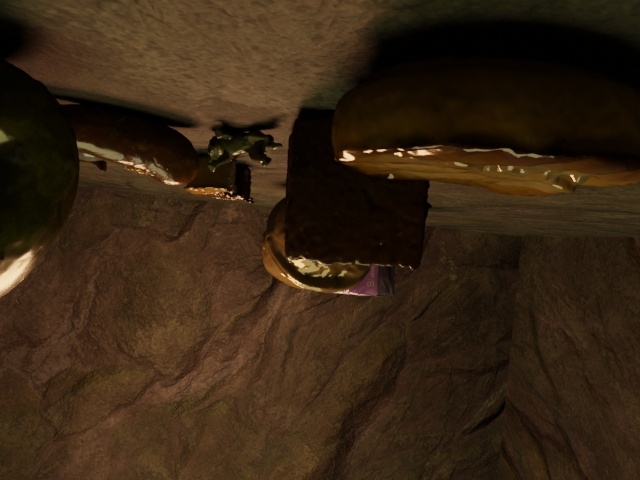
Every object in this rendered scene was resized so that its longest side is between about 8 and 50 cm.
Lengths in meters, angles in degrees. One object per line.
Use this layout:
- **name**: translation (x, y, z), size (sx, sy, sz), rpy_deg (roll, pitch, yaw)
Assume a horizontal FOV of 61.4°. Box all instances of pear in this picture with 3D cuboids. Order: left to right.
- **pear**: translation (-0.457, -0.059, 0.561), size (0.412, 0.353, 0.352), rpy_deg (-5, 174, 29)

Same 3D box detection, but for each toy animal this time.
- **toy animal**: translation (-0.130, -0.149, 0.854), size (0.086, 0.069, 0.219), rpy_deg (-20, -159, -35)

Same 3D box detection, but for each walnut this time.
- **walnut**: translation (0.000, 0.000, 1.688), size (0.380, 0.382, 0.381), rpy_deg (6, 180, 0)

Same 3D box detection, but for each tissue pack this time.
- **tissue pack**: translation (0.139, 0.026, 1.941), size (0.242, 0.339, 0.160), rpy_deg (0, 178, 32)

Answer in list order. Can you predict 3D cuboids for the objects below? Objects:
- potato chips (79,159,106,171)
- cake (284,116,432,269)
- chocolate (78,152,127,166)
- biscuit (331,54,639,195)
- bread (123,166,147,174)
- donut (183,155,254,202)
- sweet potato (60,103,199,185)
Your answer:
- **potato chips**: translation (-0.638, -0.211, 1.449), size (0.203, 0.037, 0.026), rpy_deg (12, 173, 31)
- **cake**: translation (0.044, -0.070, 0.828), size (0.196, 0.199, 0.293), rpy_deg (1, -176, -2)
- **chocolate**: translation (-0.364, -0.167, 0.942), size (0.166, 0.072, 0.072), rpy_deg (7, 180, 9)
- **biscuit**: translation (0.156, -0.103, 0.514), size (0.296, 0.102, 0.296), rpy_deg (5, -177, 0)
- **bread**: translation (-0.433, -0.185, 1.302), size (0.083, 0.044, 0.110), rpy_deg (8, -179, -38)
- **donut**: translation (-0.235, -0.144, 1.245), size (0.141, 0.085, 0.217), rpy_deg (6, 179, 3)
- **sweet potato**: translation (-0.306, -0.157, 0.835), size (0.097, 0.098, 0.291), rpy_deg (5, 170, 46)
